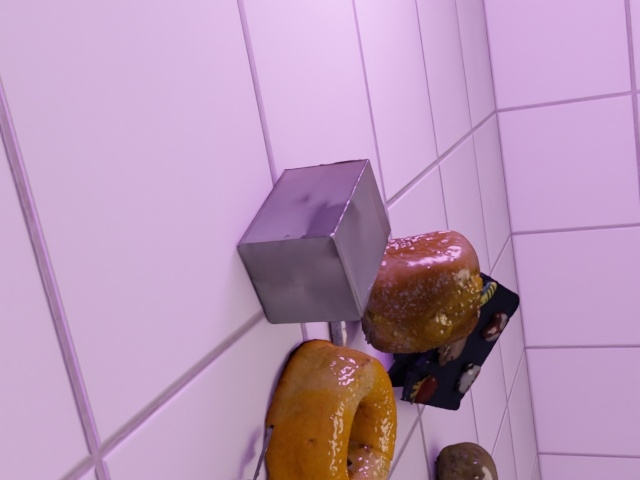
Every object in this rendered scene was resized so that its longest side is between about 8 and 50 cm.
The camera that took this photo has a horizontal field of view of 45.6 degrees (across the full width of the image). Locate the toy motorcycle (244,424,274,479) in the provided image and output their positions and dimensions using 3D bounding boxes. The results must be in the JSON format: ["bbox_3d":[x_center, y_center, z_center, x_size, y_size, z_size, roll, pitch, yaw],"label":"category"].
[{"bbox_3d":[-0.070,0.402,0.907,0.401,0.134,0.207,-68,151,-44],"label":"toy motorcycle"}]

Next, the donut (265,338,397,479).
[{"bbox_3d":[0.030,0.299,1.170,0.303,0.110,0.302,10,79,-63],"label":"donut"}]

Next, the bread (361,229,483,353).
[{"bbox_3d":[0.162,0.103,1.350,0.176,0.246,0.195,-102,-176,-62],"label":"bread"}]

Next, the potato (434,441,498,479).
[{"bbox_3d":[0.355,0.605,1.833,0.165,0.165,0.262,-45,133,-60],"label":"potato"}]

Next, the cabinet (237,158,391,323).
[{"bbox_3d":[0.000,0.000,1.117,0.206,0.145,0.150,-65,142,-50],"label":"cabinet"}]

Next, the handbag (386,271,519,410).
[{"bbox_3d":[0.278,0.204,1.605,0.303,0.122,0.329,-61,152,2],"label":"handbag"}]

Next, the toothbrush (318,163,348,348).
[{"bbox_3d":[0.019,0.058,1.295,0.037,0.028,0.375,-14,100,-40],"label":"toothbrush"}]
